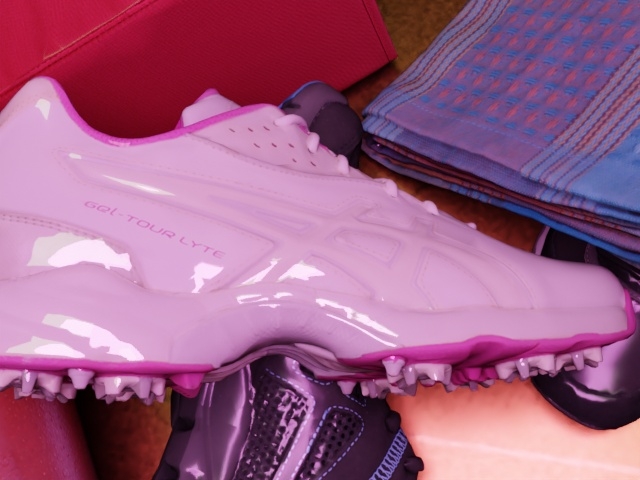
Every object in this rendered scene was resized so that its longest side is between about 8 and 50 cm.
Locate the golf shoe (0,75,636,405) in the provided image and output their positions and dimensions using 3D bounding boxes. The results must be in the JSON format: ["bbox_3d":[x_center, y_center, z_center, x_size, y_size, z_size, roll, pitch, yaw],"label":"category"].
[{"bbox_3d":[0.000,0.000,0.403,0.306,0.115,0.140,3,75,-20],"label":"golf shoe"}]

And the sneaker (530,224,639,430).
[{"bbox_3d":[0.191,-0.038,0.476,0.107,0.124,0.283,29,82,14],"label":"sneaker"}]

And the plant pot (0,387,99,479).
[{"bbox_3d":[-0.246,0.076,0.465,0.272,0.272,0.265,-26,79,2],"label":"plant pot"}]

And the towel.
[{"bbox_3d":[0.196,-0.163,0.477,0.370,0.040,0.271,-51,32,-6],"label":"towel"}]

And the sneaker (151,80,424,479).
[{"bbox_3d":[-0.015,0.082,0.504,0.140,0.125,0.340,16,76,-11],"label":"sneaker"}]

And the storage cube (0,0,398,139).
[{"bbox_3d":[-0.095,-0.160,0.522,0.193,0.215,0.183,-30,72,7],"label":"storage cube"}]
